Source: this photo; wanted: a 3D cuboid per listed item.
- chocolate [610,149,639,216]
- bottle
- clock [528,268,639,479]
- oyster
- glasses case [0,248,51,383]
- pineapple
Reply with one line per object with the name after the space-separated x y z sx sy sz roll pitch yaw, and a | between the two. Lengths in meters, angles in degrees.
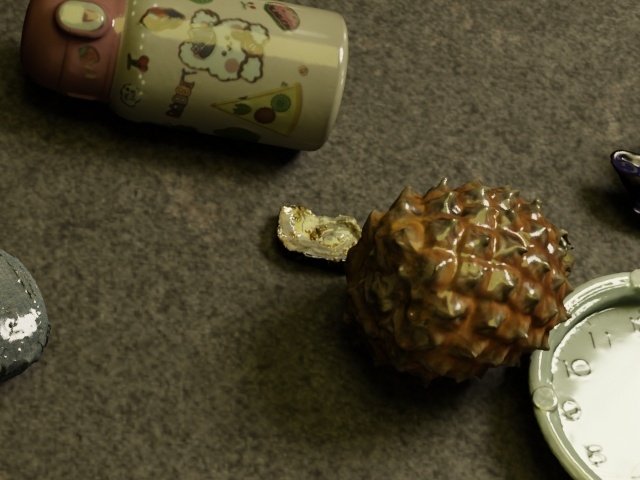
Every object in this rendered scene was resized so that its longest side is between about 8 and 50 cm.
0.410 -0.073 1.685 0.343 0.126 0.148 -1 83 -11 | chocolate
-0.112 -0.146 1.549 0.253 0.120 0.120 8 53 -13 | bottle
0.267 0.134 1.511 0.236 0.053 0.236 8 53 -10 | clock
0.003 0.000 1.543 0.083 0.019 0.054 15 50 -5 | oyster
-0.319 0.081 1.342 0.282 0.067 0.109 -22 67 -32 | glasses case
0.116 0.027 1.476 0.193 0.166 0.166 -8 58 -32 | pineapple
